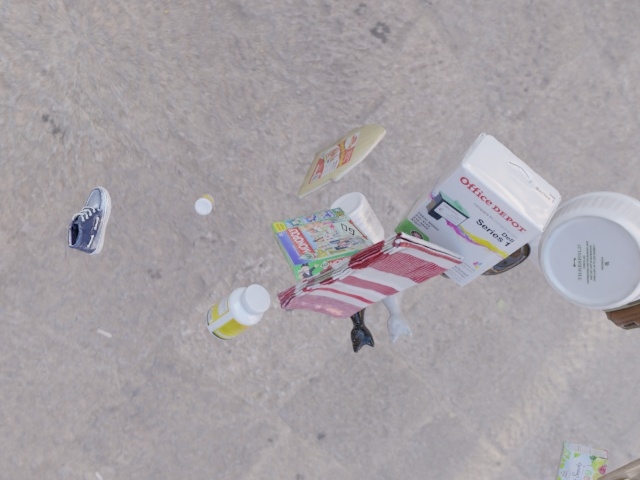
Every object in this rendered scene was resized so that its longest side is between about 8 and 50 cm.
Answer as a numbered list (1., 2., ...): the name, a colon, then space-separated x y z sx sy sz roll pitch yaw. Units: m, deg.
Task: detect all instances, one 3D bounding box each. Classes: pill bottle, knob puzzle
1. pill bottle: 0.133 -0.033 1.859 0.131 0.131 0.229 -39 124 -6
2. pill bottle: -0.211 0.183 1.481 0.103 0.103 0.184 28 137 -28
3. pill bottle: -0.295 -0.095 1.463 0.043 0.083 0.043 -1 105 -4
4. knob puzzle: 0.054 -0.165 1.139 0.213 0.213 0.030 -42 112 -4

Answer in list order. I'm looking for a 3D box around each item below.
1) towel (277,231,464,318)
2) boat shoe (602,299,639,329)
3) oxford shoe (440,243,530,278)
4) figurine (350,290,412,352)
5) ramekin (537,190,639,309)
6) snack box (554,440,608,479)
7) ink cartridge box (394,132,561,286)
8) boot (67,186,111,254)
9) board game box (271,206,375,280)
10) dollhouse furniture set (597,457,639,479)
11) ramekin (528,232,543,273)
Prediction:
1. towel: 0.103 0.086 1.184 0.329 0.037 0.237 -30 150 34
2. boat shoe: 0.809 0.142 1.329 0.111 0.307 0.104 -40 96 -26
3. oxford shoe: 0.394 0.052 1.382 0.227 0.096 0.083 -19 86 18
4. figurine: 0.163 0.200 1.640 0.092 0.215 0.209 17 59 -47
5. ramekin: 0.621 0.031 1.281 0.127 0.273 0.273 -22 120 -49
6. snack box: 0.632 0.563 1.392 0.100 0.037 0.141 8 115 19
7. ink cartridge box: 0.313 -0.053 1.179 0.201 0.278 0.117 40 56 1
8. boot: -0.613 -0.061 1.513 0.086 0.069 0.190 33 54 -65
9. board game box: 0.000 0.000 1.538 0.213 0.317 0.046 -13 114 -11
10. dollhouse furniture set: 0.572 0.449 0.924 0.144 0.151 0.123 14 135 -17
11. ramekin: 0.784 -0.007 1.842 0.277 0.277 0.135 -34 82 -9
